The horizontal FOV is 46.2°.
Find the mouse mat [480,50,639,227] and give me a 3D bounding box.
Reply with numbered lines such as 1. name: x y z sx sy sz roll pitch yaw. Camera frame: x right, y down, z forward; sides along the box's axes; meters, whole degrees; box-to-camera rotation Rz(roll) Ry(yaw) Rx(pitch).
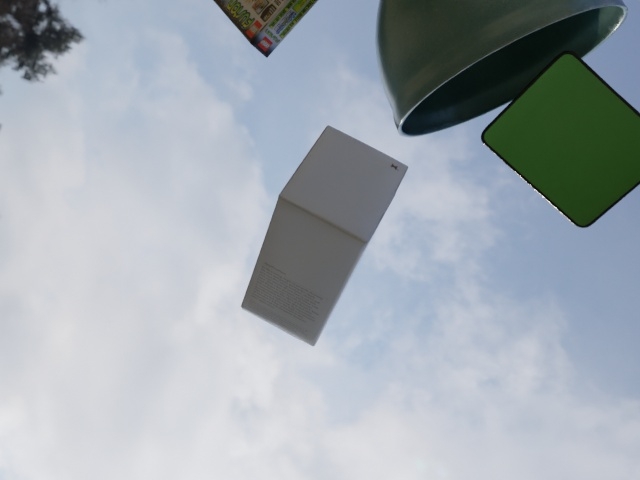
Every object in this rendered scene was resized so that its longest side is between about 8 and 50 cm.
1. mouse mat: 0.314 -0.120 0.924 0.152 0.190 0.007 -46 -173 26

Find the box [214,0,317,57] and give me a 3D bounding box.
1. box: -0.086 -0.354 1.083 0.114 0.036 0.207 -46 -138 11

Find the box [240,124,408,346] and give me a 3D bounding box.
1. box: 0.000 0.000 1.391 0.215 0.168 0.345 -59 176 -41

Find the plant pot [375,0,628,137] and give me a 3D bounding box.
1. plant pot: 0.186 -0.281 0.910 0.293 0.293 0.196 -32 -101 42
